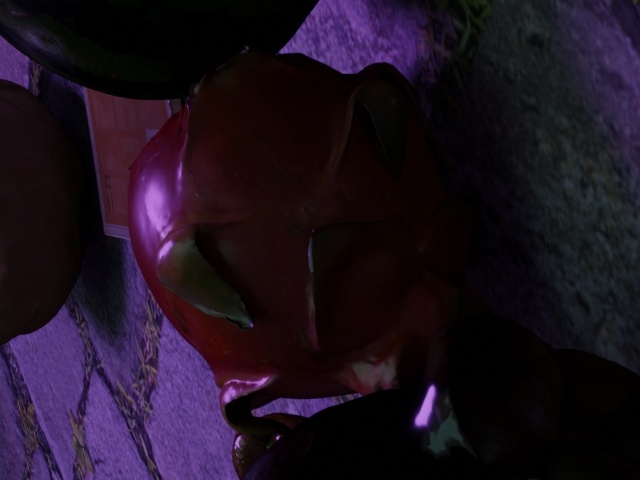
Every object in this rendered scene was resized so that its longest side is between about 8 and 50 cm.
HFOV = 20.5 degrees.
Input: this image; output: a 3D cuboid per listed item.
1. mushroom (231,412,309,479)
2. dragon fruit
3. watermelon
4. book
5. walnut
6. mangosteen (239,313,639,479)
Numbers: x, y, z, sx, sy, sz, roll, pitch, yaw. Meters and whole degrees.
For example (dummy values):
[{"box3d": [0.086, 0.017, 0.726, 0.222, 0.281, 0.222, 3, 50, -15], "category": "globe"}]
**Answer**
[{"box3d": [-0.026, 0.192, 1.381, 0.127, 0.087, 0.127, 171, 90, -68], "category": "mushroom"}, {"box3d": [-0.004, -0.003, 1.080, 0.227, 0.224, 0.224, 55, 156, -2], "category": "dragon fruit"}, {"box3d": [-0.105, -0.234, 1.104, 0.285, 0.285, 0.285, 43, 139, 53], "category": "watermelon"}, {"box3d": [-0.169, -0.079, 1.652, 0.242, 0.018, 0.170, 12, 111, 64], "category": "book"}, {"box3d": [-0.381, -0.035, 1.851, 0.253, 0.282, 0.276, -61, -22, -62], "category": "walnut"}, {"box3d": [0.071, 0.191, 0.914, 0.297, 0.297, 0.313, 45, 145, 51], "category": "mangosteen"}]
